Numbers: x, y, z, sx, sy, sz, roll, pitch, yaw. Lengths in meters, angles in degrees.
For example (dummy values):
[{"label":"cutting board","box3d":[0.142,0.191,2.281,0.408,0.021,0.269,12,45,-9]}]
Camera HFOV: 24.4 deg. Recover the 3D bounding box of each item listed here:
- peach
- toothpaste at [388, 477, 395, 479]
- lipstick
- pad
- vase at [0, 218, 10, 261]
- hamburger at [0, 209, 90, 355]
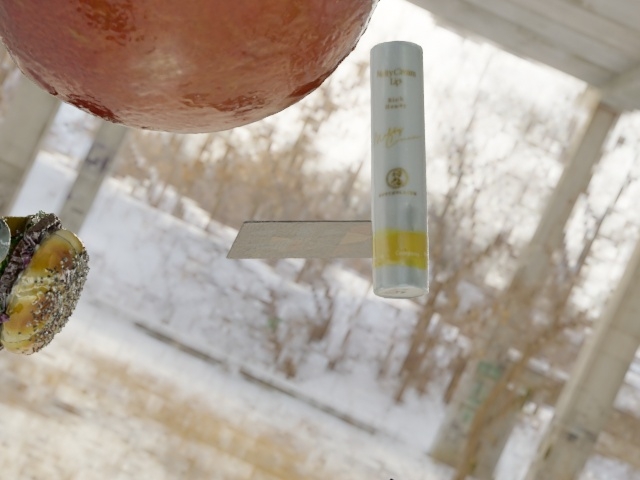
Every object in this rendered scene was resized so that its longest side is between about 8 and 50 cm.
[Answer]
[{"label":"peach","box3d":[-0.110,-0.265,1.221,0.373,0.372,0.290,25,2,6]},{"label":"toothpaste","box3d":[0.017,0.396,1.565,0.076,0.320,0.066,31,-36,17]},{"label":"lipstick","box3d":[0.079,-0.074,1.504,0.059,0.264,0.059,-1,-15,0]},{"label":"pad","box3d":[0.000,0.000,1.780,0.211,0.003,0.143,-1,-18,-13]},{"label":"vase","box3d":[-0.269,-0.014,0.820,0.211,0.060,0.060,14,6,-40]},{"label":"hamburger","box3d":[-0.297,0.048,1.490,0.093,0.164,0.189,23,18,8]}]
